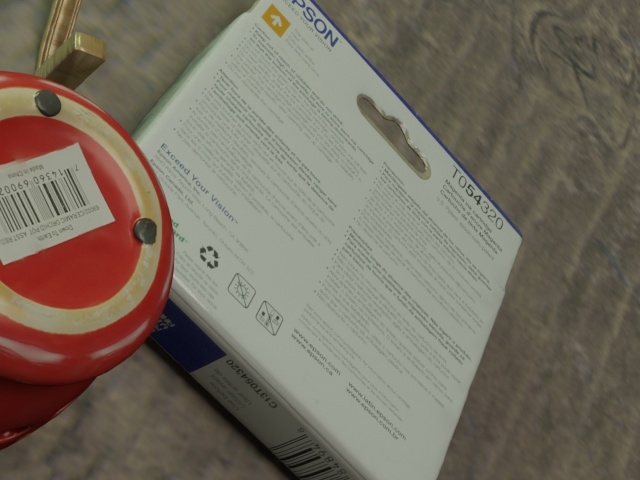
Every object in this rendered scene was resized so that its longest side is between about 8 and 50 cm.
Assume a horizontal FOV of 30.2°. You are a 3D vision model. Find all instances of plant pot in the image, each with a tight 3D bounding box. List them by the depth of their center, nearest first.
[{"bbox_3d":[-0.186,0.017,0.645,0.191,0.174,0.191,21,58,-37],"label":"plant pot"}]

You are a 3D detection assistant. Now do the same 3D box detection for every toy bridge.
[{"bbox_3d":[-0.171,-0.117,0.806,0.026,0.063,0.188,18,56,-37],"label":"toy bridge"}]

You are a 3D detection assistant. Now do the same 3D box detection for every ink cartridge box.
[{"bbox_3d":[0.000,0.000,0.911,0.324,0.071,0.330,46,41,-16],"label":"ink cartridge box"}]
